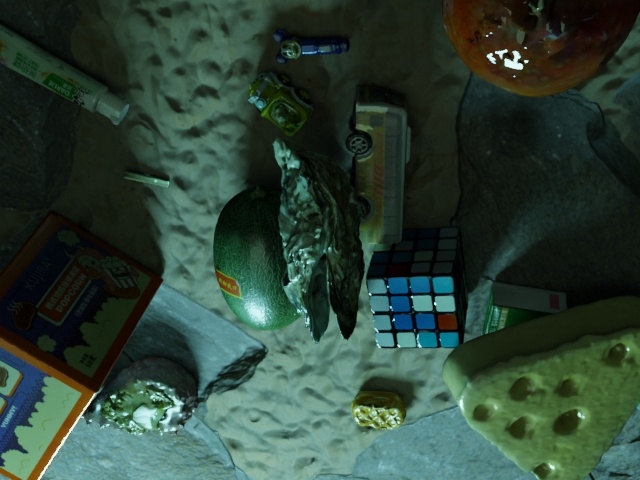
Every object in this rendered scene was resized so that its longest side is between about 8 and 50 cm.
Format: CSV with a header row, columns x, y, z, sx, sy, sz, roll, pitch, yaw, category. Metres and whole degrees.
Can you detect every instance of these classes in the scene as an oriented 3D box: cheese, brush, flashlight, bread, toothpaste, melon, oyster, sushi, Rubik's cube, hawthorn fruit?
x,y,z,sx,sy,sz,roll,pitch,yaw,category
0.373,0.251,1.595,0.384,0.104,0.384,-7,125,-11,cheese
-0.312,-0.112,1.683,0.083,0.013,0.016,12,128,-4,brush
-0.015,-0.306,1.483,0.121,0.035,0.057,1,121,12,flashlight
0.115,0.337,1.850,0.110,0.044,0.083,4,123,7,bread
-0.470,-0.295,1.585,0.314,0.056,0.058,29,83,-2,toothpaste
-0.096,0.024,1.619,0.182,0.182,0.288,4,121,10,melon
-0.001,-0.003,1.491,0.158,0.162,0.351,-16,110,-1,oyster
-0.372,0.312,1.907,0.241,0.107,0.161,8,119,7,sushi
0.171,0.081,1.613,0.151,0.155,0.154,-1,120,15,Rubik's cube
0.291,-0.320,1.257,0.276,0.307,0.276,6,110,16,hawthorn fruit

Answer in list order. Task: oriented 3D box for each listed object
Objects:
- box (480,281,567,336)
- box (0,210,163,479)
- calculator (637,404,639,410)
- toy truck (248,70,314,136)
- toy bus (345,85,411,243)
x,y,z,sx,sy,sz,roll,pitch,yaw,category
0.358,0.181,1.680,0.135,0.081,0.199,8,125,7,box
-0.512,0.197,1.718,0.257,0.349,0.318,31,124,-8,box
0.658,0.251,1.678,0.295,0.042,0.184,9,123,6,calculator
-0.071,-0.221,1.523,0.111,0.077,0.076,36,121,-11,toy truck
0.094,-0.120,1.546,0.106,0.092,0.268,1,122,2,toy bus
